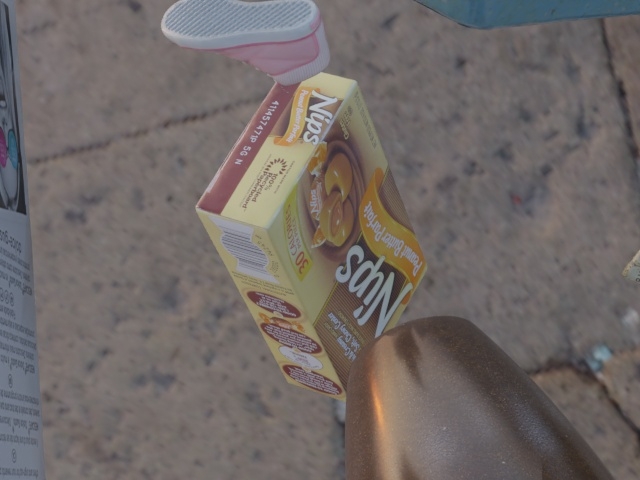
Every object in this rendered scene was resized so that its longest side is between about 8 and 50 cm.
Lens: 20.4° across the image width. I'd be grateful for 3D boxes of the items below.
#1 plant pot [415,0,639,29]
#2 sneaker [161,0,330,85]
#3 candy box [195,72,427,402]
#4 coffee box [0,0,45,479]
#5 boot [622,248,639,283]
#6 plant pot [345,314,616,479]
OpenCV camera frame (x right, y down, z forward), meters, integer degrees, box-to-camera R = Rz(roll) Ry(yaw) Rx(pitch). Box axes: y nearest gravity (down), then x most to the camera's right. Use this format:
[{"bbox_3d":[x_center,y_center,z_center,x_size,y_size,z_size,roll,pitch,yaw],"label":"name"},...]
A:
[{"bbox_3d":[0.102,-0.244,0.867,0.247,0.247,0.252,36,126,44],"label":"plant pot"},{"bbox_3d":[-0.054,-0.150,1.367,0.134,0.070,0.051,4,56,24],"label":"sneaker"},{"bbox_3d":[0.000,0.000,1.756,0.087,0.316,0.183,18,62,28],"label":"candy box"},{"bbox_3d":[-0.333,-0.002,0.819,0.337,0.338,0.334,-6,82,2],"label":"coffee box"},{"bbox_3d":[0.309,0.076,1.300,0.203,0.095,0.262,25,81,8],"label":"boot"},{"bbox_3d":[0.105,0.174,1.266,0.215,0.215,0.230,-28,54,10],"label":"plant pot"}]
